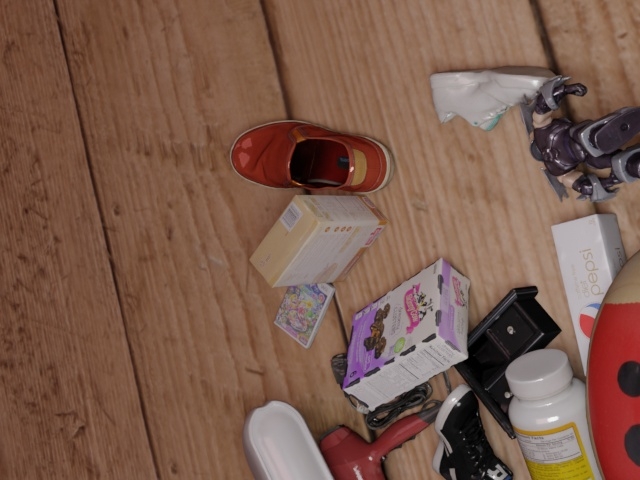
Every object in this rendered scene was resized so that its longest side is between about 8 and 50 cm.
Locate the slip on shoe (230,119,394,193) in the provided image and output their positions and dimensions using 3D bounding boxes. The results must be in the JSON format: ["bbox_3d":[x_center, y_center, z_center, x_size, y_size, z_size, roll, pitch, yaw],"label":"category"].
[{"bbox_3d":[-0.034,-0.138,1.789,0.331,0.101,0.123,11,100,39],"label":"slip on shoe"}]

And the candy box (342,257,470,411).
[{"bbox_3d":[0.132,0.143,1.626,0.196,0.070,0.165,-36,27,33],"label":"candy box"}]

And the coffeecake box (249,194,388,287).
[{"bbox_3d":[0.000,0.000,1.710,0.068,0.185,0.142,50,119,26],"label":"coffeecake box"}]

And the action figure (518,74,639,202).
[{"bbox_3d":[0.359,-0.128,1.428,0.185,0.099,0.285,52,172,-15],"label":"action figure"}]

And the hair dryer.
[{"bbox_3d":[0.094,0.328,1.712,0.223,0.080,0.294,2,93,38],"label":"hair dryer"}]

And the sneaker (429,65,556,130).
[{"bbox_3d":[0.258,-0.208,1.580,0.212,0.080,0.094,6,107,45],"label":"sneaker"}]

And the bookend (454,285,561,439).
[{"bbox_3d":[0.294,0.176,1.552,0.156,0.072,0.157,-50,63,28],"label":"bookend"}]

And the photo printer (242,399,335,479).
[{"bbox_3d":[-0.033,0.409,1.724,0.307,0.107,0.256,62,167,19],"label":"photo printer"}]

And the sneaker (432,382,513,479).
[{"bbox_3d":[0.233,0.304,1.564,0.121,0.079,0.217,35,149,28],"label":"sneaker"}]

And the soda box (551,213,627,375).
[{"bbox_3d":[0.388,0.075,1.477,0.074,0.069,0.216,-17,81,38],"label":"soda box"}]

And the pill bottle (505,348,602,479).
[{"bbox_3d":[0.325,0.259,1.456,0.117,0.117,0.208,-9,111,38],"label":"pill bottle"}]

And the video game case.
[{"bbox_3d":[-0.029,0.113,1.847,0.087,0.011,0.122,36,112,33],"label":"video game case"}]

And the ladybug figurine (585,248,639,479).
[{"bbox_3d":[0.478,0.202,1.308,0.305,0.162,0.449,-5,86,18],"label":"ladybug figurine"}]
